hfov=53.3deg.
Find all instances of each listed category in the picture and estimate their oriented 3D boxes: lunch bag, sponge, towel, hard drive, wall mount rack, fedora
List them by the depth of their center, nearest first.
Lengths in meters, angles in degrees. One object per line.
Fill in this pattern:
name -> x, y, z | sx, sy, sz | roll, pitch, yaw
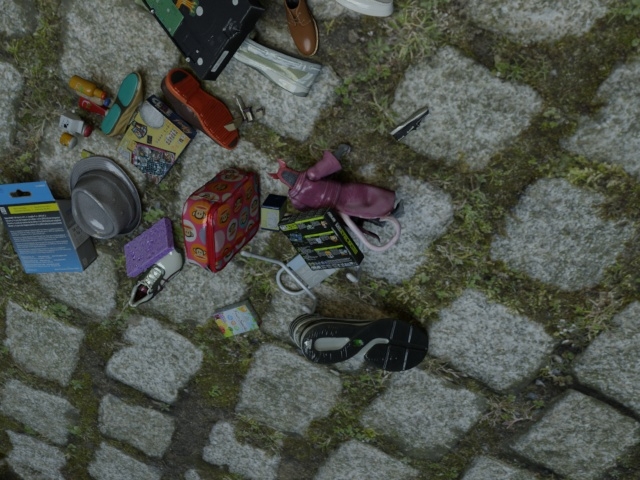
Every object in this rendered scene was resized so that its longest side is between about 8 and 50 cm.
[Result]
hard drive -> -0.307, -0.599, 1.579 | 0.237, 0.064, 0.339 | -46, 73, 30
lunch bag -> -0.280, -0.048, 1.839 | 0.120, 0.293, 0.258 | 15, 125, 17
wall mount rack -> -0.052, 0.055, 1.934 | 0.304, 0.130, 0.350 | 45, 120, -12
fedora -> -0.698, -0.113, 2.006 | 0.243, 0.124, 0.276 | -6, 121, 17
towel -> -0.733, -0.244, 2.014 | 0.060, 0.009, 0.083 | 27, 122, -2
sponge -> -0.556, 0.023, 2.065 | 0.210, 0.117, 0.031 | -31, 148, 29

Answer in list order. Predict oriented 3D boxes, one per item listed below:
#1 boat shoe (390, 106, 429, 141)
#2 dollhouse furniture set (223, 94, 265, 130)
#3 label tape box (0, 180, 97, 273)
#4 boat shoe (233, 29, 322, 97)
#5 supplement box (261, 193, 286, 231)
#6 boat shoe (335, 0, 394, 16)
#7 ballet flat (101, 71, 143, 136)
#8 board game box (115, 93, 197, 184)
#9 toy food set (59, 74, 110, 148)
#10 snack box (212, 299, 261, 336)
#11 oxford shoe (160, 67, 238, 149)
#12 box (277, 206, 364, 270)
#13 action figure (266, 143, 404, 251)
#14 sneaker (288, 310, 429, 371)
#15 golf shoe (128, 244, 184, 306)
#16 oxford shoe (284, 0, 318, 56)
boat shoe -> 0.242, -0.307, 1.694 | 0.125, 0.046, 0.038 | -34, 106, 32
dollhouse furniture set -> -0.221, -0.359, 1.751 | 0.090, 0.114, 0.081 | -12, 111, 24
label tape box -> -0.915, -0.059, 2.114 | 0.240, 0.106, 0.334 | -2, 118, 17
boat shoe -> -0.150, -0.495, 1.653 | 0.320, 0.118, 0.103 | 34, 109, 0
supplement box -> -0.139, -0.082, 1.904 | 0.056, 0.083, 0.083 | 9, 121, 10
boat shoe -> 0.059, -0.628, 1.519 | 0.276, 0.098, 0.096 | 26, 134, 0
ballet flat -> -0.559, -0.396, 1.849 | 0.232, 0.073, 0.080 | -44, 68, 32
board game box -> -0.485, -0.291, 1.874 | 0.165, 0.042, 0.243 | 42, 133, -10
toy food set -> -0.681, -0.366, 1.869 | 0.104, 0.111, 0.232 | 26, 120, 0
snack box -> -0.286, 0.267, 2.174 | 0.141, 0.037, 0.100 | -18, 114, 23
oxford shoe -> -0.341, -0.364, 1.809 | 0.271, 0.097, 0.098 | 50, 148, -19
box -> 0.000, 0.000, 1.747 | 0.190, 0.045, 0.184 | -10, 123, 46
action figure -> 0.021, -0.106, 1.753 | 0.369, 0.276, 0.248 | 20, 130, -14
sneaker -> 0.110, 0.290, 2.029 | 0.447, 0.257, 0.169 | 9, 97, -24
golf shoe -> -0.543, 0.120, 2.112 | 0.105, 0.120, 0.273 | 36, 121, -5
oxford shoe -> -0.059, -0.564, 1.610 | 0.076, 0.076, 0.212 | -8, 119, 17
